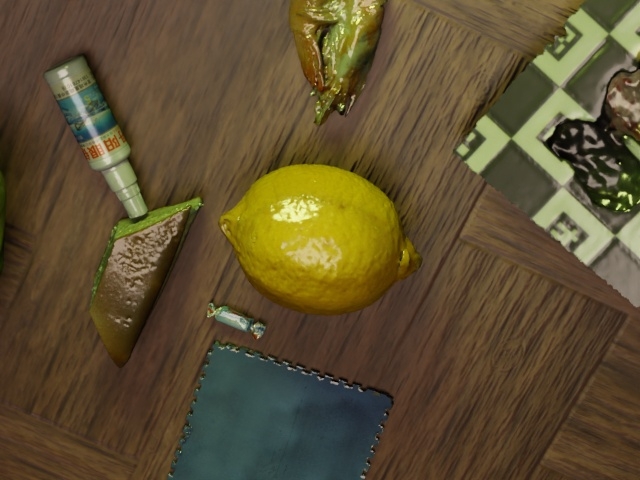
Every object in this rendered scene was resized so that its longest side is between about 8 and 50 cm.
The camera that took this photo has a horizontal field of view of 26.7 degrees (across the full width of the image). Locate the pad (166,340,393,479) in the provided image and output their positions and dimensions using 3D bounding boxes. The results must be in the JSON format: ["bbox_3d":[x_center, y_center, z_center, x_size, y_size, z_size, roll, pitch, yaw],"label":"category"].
[{"bbox_3d":[-0.062,0.289,1.873,0.269,0.012,0.269,19,111,-4],"label":"pad"}]

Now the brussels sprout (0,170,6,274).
[{"bbox_3d":[-0.554,0.025,1.665,0.276,0.315,0.371,29,74,19],"label":"brussels sprout"}]

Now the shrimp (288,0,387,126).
[{"bbox_3d":[0.014,-0.244,1.651,0.115,0.051,0.217,13,112,6],"label":"shrimp"}]

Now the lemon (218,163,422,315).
[{"bbox_3d":[0.000,0.000,1.668,0.257,0.188,0.188,14,111,-5],"label":"lemon"}]

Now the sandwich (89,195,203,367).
[{"bbox_3d":[-0.242,0.044,1.751,0.096,0.094,0.258,22,109,-9],"label":"sandwich"}]

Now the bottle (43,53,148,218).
[{"bbox_3d":[-0.277,-0.128,1.709,0.060,0.060,0.217,-22,109,11],"label":"bottle"}]

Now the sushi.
[{"bbox_3d":[0.398,-0.154,1.635,0.296,0.100,0.373,42,104,10],"label":"sushi"}]

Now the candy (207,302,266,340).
[{"bbox_3d":[-0.114,0.109,1.804,0.083,0.020,0.030,21,109,-3],"label":"candy"}]
